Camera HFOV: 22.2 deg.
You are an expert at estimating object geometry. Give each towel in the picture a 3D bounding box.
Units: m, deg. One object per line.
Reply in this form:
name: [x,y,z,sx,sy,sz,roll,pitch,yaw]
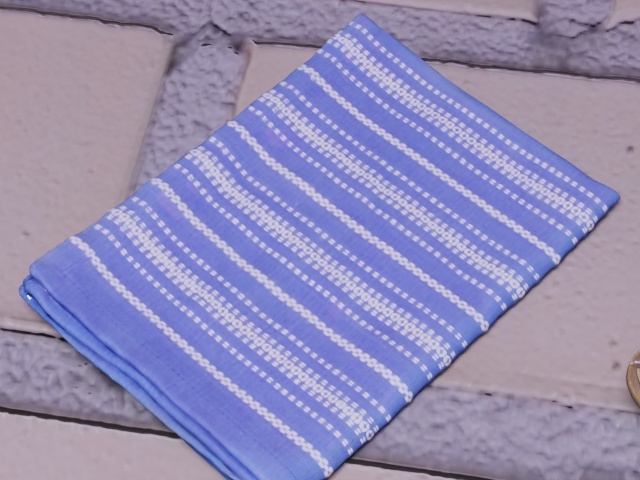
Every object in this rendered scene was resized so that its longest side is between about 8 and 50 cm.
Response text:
towel: [0.000,0.000,1.071,0.243,0.040,0.336,38,63,24]

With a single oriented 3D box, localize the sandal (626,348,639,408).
sandal: [0.267,0.086,1.003,0.180,0.049,0.072,-10,59,-25]
